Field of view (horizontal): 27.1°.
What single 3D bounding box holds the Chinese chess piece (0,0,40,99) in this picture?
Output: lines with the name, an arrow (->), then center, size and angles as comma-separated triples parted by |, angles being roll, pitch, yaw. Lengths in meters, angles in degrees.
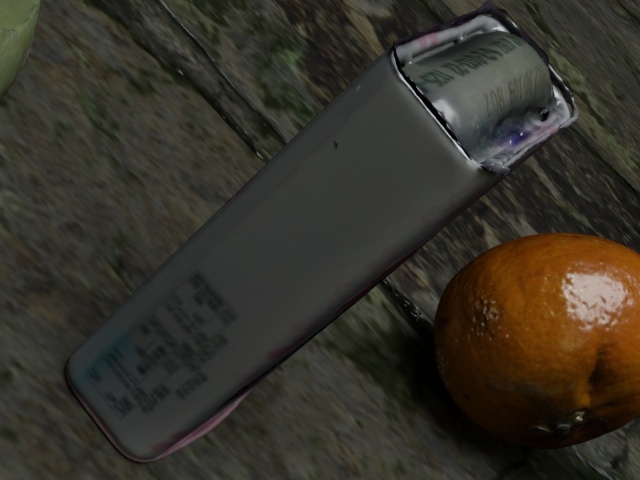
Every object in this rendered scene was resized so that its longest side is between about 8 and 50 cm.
Chinese chess piece -> -0.352, -0.193, 0.854 | 0.349, 0.146, 0.349 | 35, 24, -19

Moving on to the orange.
orange -> 0.215, 0.093, 1.209 | 0.224, 0.224, 0.170 | 22, 46, -35

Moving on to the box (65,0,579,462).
box -> 0.000, 0.000, 0.907 | 0.112, 0.370, 0.190 | 51, 34, 3
